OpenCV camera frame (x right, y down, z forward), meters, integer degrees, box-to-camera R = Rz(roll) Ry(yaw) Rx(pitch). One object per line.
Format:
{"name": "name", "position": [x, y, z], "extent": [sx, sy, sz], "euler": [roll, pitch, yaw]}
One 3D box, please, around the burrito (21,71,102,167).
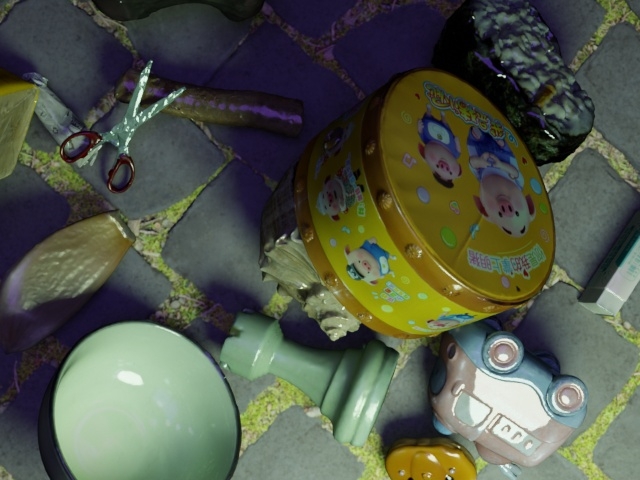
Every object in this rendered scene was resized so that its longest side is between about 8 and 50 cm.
{"name": "burrito", "position": [-0.488, -0.228, 1.420], "extent": [0.064, 0.064, 0.203], "euler": [-39, 92, -5]}

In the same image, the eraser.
{"name": "eraser", "position": [0.588, 0.039, 1.457], "extent": [0.052, 0.095, 0.225], "euler": [34, 86, -1]}

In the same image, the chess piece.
{"name": "chess piece", "position": [-0.026, 0.231, 1.376], "extent": [0.299, 0.194, 0.195], "euler": [22, 86, 6]}

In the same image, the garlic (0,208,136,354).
{"name": "garlic", "position": [-0.475, 0.060, 1.381], "extent": [0.318, 0.112, 0.143], "euler": [-45, 114, -11]}

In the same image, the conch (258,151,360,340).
{"name": "conch", "position": [-0.015, 0.009, 1.360], "extent": [0.210, 0.297, 0.352], "euler": [-30, 52, 15]}

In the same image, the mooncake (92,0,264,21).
{"name": "mooncake", "position": [-0.254, -0.557, 1.372], "extent": [0.381, 0.212, 0.351], "euler": [8, 82, 0]}

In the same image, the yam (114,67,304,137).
{"name": "yam", "position": [-0.205, -0.261, 1.431], "extent": [0.356, 0.081, 0.081], "euler": [12, 87, -4]}

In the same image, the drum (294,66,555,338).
{"name": "drum", "position": [0.175, -0.059, 1.259], "extent": [0.431, 0.214, 0.431], "euler": [20, 57, -33]}

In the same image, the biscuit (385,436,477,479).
{"name": "biscuit", "position": [0.204, 0.432, 1.399], "extent": [0.170, 0.050, 0.170], "euler": [8, 126, 11]}

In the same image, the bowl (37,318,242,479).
{"name": "bowl", "position": [-0.330, 0.330, 1.308], "extent": [0.185, 0.354, 0.354], "euler": [-36, 90, 39]}

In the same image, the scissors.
{"name": "scissors", "position": [-0.353, -0.210, 1.392], "extent": [0.144, 0.017, 0.248], "euler": [36, 103, -25]}

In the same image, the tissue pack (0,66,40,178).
{"name": "tissue pack", "position": [-0.725, -0.236, 1.272], "extent": [0.382, 0.293, 0.228], "euler": [27, 111, -3]}

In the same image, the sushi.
{"name": "sushi", "position": [0.352, -0.292, 1.415], "extent": [0.211, 0.171, 0.350], "euler": [-31, 85, -32]}

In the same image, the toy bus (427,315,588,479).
{"name": "toy bus", "position": [0.322, 0.283, 1.390], "extent": [0.294, 0.197, 0.232], "euler": [33, 96, -3]}
